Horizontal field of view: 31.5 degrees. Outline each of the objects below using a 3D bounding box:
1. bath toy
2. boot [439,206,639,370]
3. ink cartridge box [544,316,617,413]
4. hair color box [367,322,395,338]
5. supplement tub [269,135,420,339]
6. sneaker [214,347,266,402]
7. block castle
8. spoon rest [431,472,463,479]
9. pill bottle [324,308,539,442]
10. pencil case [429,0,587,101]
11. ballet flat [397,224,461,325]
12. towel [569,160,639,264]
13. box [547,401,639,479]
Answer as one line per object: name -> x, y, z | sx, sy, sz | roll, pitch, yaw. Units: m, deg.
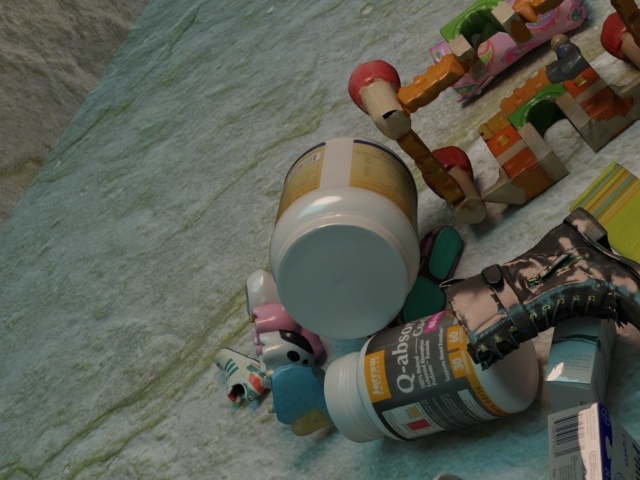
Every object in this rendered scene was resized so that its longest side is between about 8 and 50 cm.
bath toy -> -0.045, 0.171, 1.886 | 0.129, 0.151, 0.348 | -6, 32, -8
boot -> 0.289, 0.093, 1.414 | 0.229, 0.091, 0.263 | -33, 42, 1
ink cartridge box -> 0.337, 0.149, 1.467 | 0.063, 0.109, 0.150 | 3, 53, 24
hair color box -> 0.066, 0.112, 1.867 | 0.043, 0.072, 0.141 | -46, 33, 3
supplement tub -> 0.040, -0.008, 1.769 | 0.228, 0.228, 0.316 | -34, 20, 19
sneaker -> -0.150, 0.240, 1.991 | 0.161, 0.057, 0.075 | 12, 58, 50
block castle -> 0.303, -0.269, 1.795 | 0.453, 0.303, 0.213 | -38, 32, 12
spoon rest -> 0.168, 0.400, 1.425 | 0.137, 0.084, 0.276 | -37, 33, 16
pill bottle -> 0.152, 0.192, 1.598 | 0.278, 0.162, 0.162 | -22, 40, 33
pencil case -> 0.336, -0.368, 2.042 | 0.284, 0.124, 0.124 | -33, 35, 22
ballet flat -> 0.163, 0.070, 1.812 | 0.079, 0.077, 0.221 | -36, 24, 51
towel -> 0.451, -0.027, 1.625 | 0.102, 0.021, 0.237 | -48, 33, 9
box -> 0.328, 0.279, 1.320 | 0.072, 0.137, 0.126 | -23, 39, 30
